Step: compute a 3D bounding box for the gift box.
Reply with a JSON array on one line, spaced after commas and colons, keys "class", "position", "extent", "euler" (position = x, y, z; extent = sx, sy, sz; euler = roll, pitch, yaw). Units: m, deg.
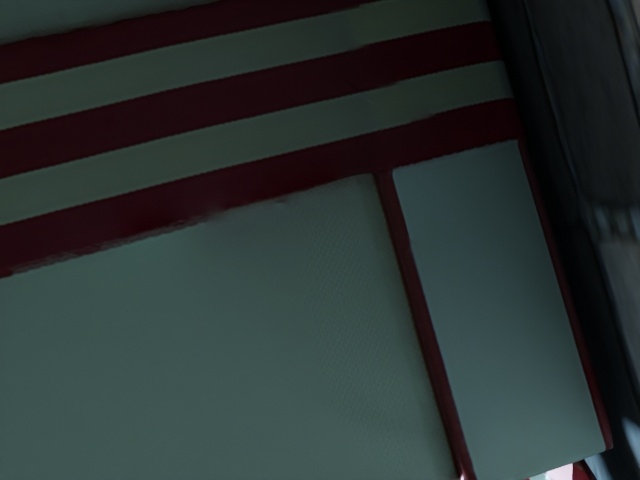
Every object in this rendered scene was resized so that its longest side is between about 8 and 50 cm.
[{"class": "gift box", "position": [-0.060, -0.002, 0.445], "extent": [0.276, 0.258, 0.255], "euler": [-17, 87, 67]}]
